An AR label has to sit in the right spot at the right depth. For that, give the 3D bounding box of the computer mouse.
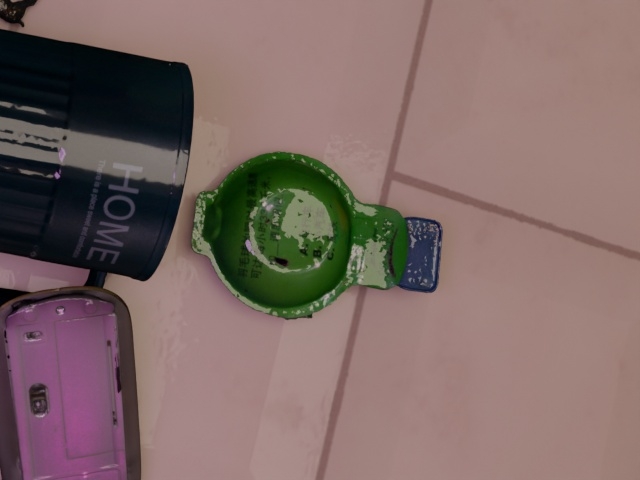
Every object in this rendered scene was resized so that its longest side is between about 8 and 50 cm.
[{"bbox_3d":[-0.277,0.189,1.339,0.158,0.072,0.310,-7,113,-16],"label":"computer mouse"}]

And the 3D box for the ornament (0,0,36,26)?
[{"bbox_3d":[-0.371,-0.259,1.386,0.073,0.028,0.125,32,73,-17],"label":"ornament"}]

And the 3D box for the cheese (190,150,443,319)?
[{"bbox_3d":[0.000,0.000,1.491,0.320,0.083,0.204,9,81,-19],"label":"cheese"}]

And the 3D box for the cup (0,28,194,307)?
[{"bbox_3d":[-0.318,-0.081,1.311,0.292,0.308,0.242,11,50,-21],"label":"cup"}]
